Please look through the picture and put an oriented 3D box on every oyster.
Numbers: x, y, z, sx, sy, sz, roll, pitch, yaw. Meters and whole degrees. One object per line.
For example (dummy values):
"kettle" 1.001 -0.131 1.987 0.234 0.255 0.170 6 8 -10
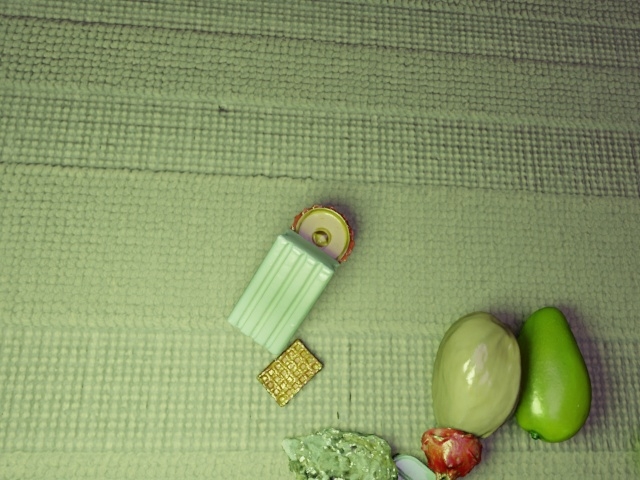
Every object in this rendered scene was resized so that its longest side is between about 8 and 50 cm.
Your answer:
"oyster" 0.047 0.540 1.285 0.267 0.112 0.199 -9 68 2

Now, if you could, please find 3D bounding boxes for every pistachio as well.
"pistachio" 0.380 0.341 1.350 0.226 0.207 0.332 7 86 40

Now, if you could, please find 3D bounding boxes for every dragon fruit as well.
"dragon fruit" 0.309 0.521 1.291 0.152 0.153 0.111 16 49 -3

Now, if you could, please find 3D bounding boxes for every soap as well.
"soap" -0.092 0.126 1.335 0.159 0.087 0.266 33 108 3

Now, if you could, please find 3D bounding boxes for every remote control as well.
"remote control" 0.260 0.617 1.324 0.247 0.052 0.104 40 75 5

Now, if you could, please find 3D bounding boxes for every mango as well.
"mango" 0.585 0.333 1.394 0.192 0.156 0.343 12 71 -6

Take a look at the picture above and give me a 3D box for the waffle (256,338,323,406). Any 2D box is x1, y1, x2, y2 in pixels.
"waffle" -0.075 0.329 1.369 0.148 0.042 0.102 -41 84 -16

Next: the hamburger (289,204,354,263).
"hamburger" -0.001 -0.003 1.425 0.175 0.137 0.176 1 83 -6
